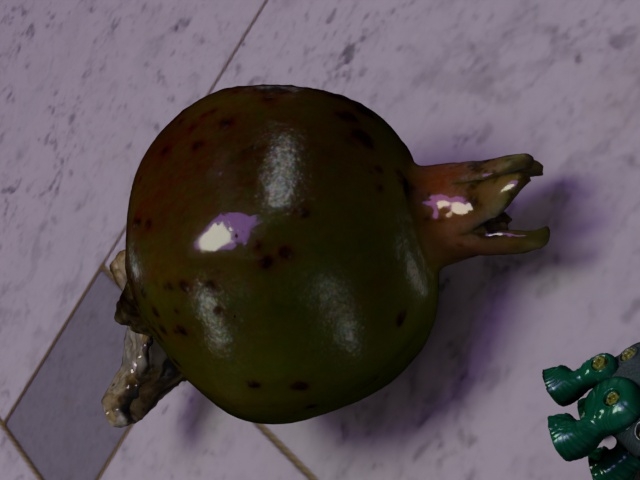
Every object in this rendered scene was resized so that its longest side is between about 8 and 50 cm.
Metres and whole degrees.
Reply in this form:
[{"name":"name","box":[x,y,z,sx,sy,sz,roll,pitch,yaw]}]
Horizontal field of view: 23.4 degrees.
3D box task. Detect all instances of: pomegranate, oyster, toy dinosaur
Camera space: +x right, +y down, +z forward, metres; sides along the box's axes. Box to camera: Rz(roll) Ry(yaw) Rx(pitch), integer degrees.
[{"name":"pomegranate","box":[0.001,0.007,0.867,0.246,0.198,0.198,4,69,39]},{"name":"oyster","box":[-0.109,0.028,1.013,0.081,0.163,0.191,9,61,12]},{"name":"toy dinosaur","box":[0.163,0.077,0.747,0.096,0.059,0.132,-33,37,23]}]
